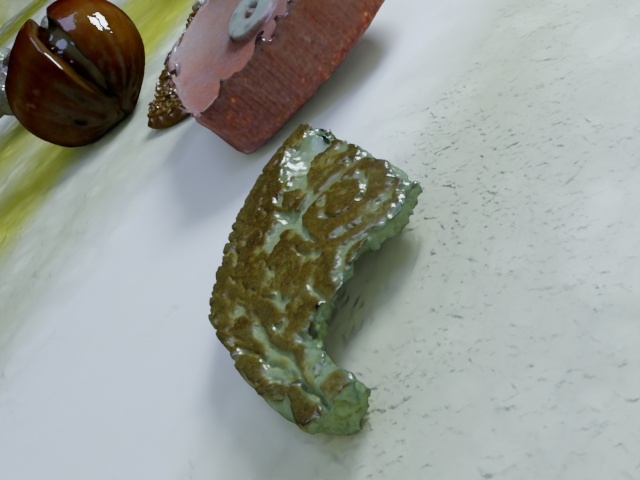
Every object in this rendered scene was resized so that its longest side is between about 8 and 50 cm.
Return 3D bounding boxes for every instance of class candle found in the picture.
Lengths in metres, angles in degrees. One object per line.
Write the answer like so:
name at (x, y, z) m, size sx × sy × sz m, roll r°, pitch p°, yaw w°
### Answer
candle at (-0.056, -0.231, 0.898) m, size 0.316 × 0.131 × 0.287 m, roll -19°, pitch 45°, yaw 46°

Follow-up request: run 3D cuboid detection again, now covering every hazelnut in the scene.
hazelnut at (-0.390, -0.267, 1.223) m, size 0.251 × 0.217 × 0.217 m, roll -45°, pitch 32°, yaw 12°

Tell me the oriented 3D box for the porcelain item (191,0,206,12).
porcelain item at (-0.169, -0.369, 1.233) m, size 0.084 × 0.054 × 0.213 m, roll -42°, pitch 32°, yaw -3°

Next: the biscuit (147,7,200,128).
biscuit at (-0.186, -0.258, 1.099) m, size 0.126 × 0.025 × 0.206 m, roll 5°, pitch 71°, yaw 41°

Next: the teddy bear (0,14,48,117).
teddy bear at (-0.595, -0.358, 1.566) m, size 0.267 × 0.151 × 0.236 m, roll -8°, pitch 44°, yaw 36°

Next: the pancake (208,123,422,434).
pancake at (0.002, 0.004, 0.630) m, size 0.197 × 0.054 × 0.377 m, roll -25°, pitch 38°, yaw 26°
